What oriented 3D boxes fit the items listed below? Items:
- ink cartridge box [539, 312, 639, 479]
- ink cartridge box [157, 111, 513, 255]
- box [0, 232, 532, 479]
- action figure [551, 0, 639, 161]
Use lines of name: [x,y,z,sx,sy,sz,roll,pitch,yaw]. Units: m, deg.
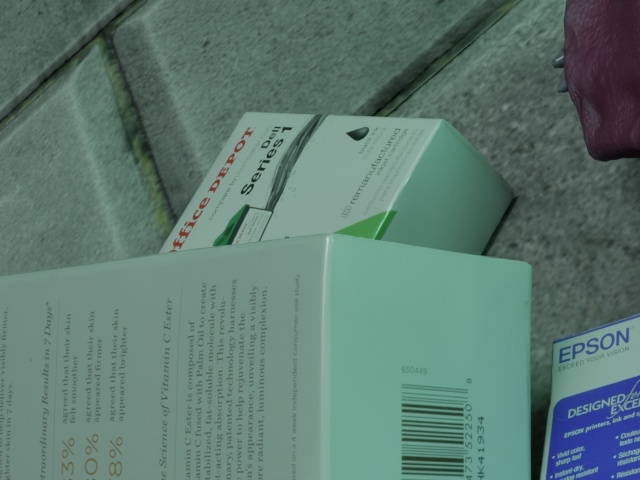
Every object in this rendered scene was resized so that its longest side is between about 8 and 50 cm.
ink cartridge box: [0.208,0.116,1.000,0.206,0.045,0.208,-20,42,34]
ink cartridge box: [0.000,0.000,1.316,0.219,0.092,0.160,6,60,50]
box: [-0.059,0.123,1.117,0.345,0.168,0.215,-7,79,44]
action figure: [0.269,-0.107,1.038,0.276,0.248,0.370,-19,20,-14]
